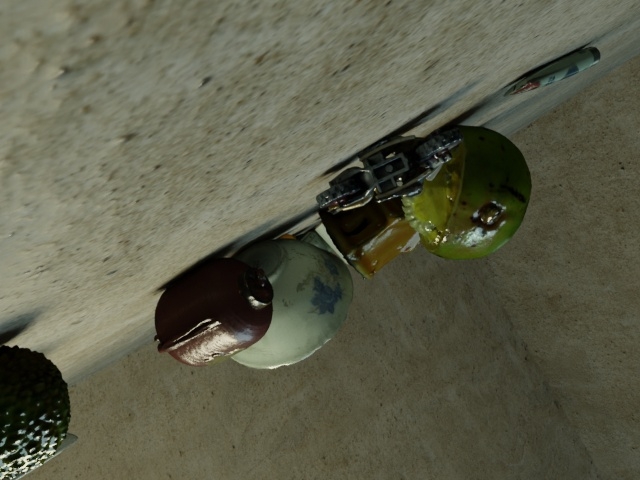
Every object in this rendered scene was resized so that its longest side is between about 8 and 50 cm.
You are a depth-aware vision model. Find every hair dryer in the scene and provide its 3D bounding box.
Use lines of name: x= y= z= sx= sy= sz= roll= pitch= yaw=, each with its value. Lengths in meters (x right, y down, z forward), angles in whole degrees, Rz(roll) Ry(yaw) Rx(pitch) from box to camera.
hair dryer: x=0.099 y=-0.054 z=1.742 sx=0.236 sy=0.131 sz=0.073 roll=-45 pitch=-176 yaw=-37

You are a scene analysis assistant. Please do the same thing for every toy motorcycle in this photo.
toy motorcycle: x=0.104 y=-0.099 z=1.005 sx=0.229 sy=0.094 sz=0.130 roll=-25 pitch=180 yaw=7

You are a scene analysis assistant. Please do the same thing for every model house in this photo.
model house: x=0.128 y=-0.056 z=1.509 sx=0.239 sy=0.173 sz=0.268 roll=-36 pitch=-140 yaw=3

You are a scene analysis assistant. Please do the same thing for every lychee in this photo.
lychee: x=-0.377 y=0.205 z=0.784 sx=0.171 sy=0.171 sz=0.171 roll=-30 pitch=178 yaw=-1

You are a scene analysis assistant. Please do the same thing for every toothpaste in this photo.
toothpaste: x=0.426 y=-0.307 z=1.229 sx=0.239 sy=0.039 sz=0.062 roll=-26 pitch=-177 yaw=-30

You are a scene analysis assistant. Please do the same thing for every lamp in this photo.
lamp: x=-0.193 y=0.131 z=1.218 sx=0.258 sy=0.180 sz=0.180 roll=-30 pitch=178 yaw=31

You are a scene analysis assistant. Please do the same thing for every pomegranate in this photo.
pomegranate: x=0.279 y=-0.107 z=1.328 sx=0.260 sy=0.260 sz=0.341 roll=-31 pitch=-158 yaw=19

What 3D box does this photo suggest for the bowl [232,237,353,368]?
bowl: x=-0.099 y=0.088 z=1.378 sx=0.313 sy=0.146 sz=0.314 roll=-13 pitch=-136 yaw=13

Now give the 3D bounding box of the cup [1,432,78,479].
cup: x=-0.596 y=0.353 z=1.104 sx=0.347 sy=0.163 sz=0.347 roll=-31 pitch=178 yaw=-1

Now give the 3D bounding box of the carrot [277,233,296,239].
carrot: x=-0.132 y=0.044 z=1.642 sx=0.061 sy=0.061 sz=0.209 roll=-28 pitch=-179 yaw=-41

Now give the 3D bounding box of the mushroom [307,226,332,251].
mushroom: x=-0.001 y=0.001 z=1.908 sx=0.333 sy=0.087 sz=0.107 roll=-29 pitch=179 yaw=25

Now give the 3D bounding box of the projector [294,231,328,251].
projector: x=-0.057 y=0.119 z=1.726 sx=0.099 sy=0.192 sz=0.257 roll=-20 pitch=-160 yaw=50
